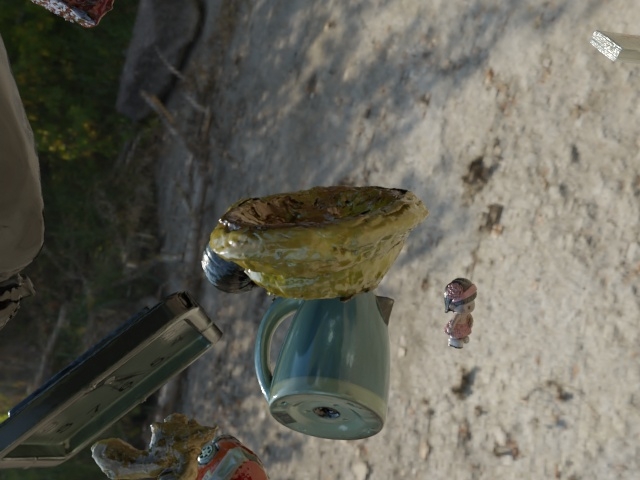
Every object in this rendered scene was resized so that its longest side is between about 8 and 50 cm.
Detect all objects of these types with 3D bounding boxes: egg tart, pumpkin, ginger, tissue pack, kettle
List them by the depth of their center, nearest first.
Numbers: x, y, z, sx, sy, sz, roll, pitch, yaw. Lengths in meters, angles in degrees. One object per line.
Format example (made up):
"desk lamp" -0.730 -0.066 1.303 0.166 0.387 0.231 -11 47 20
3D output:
"tissue pack" 0.399 -0.243 1.098 0.056 0.108 0.023 58 138 44
"egg tart" 0.000 0.000 1.132 0.290 0.290 0.115 -148 50 -66
"ginger" -0.285 0.356 1.486 0.059 0.214 0.133 58 -137 -66
"pumpkin" -0.162 0.023 1.834 0.140 0.202 0.202 46 129 22
"kettle" 0.001 0.227 1.881 0.247 0.319 0.342 63 -150 -51

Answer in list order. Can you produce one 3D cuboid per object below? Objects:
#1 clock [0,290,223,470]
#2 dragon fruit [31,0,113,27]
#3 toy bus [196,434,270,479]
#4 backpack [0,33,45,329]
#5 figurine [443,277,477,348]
"clock" -0.245 0.163 1.007 0.049 0.273 0.279 50 171 11
"dragon fruit" -0.445 -0.498 1.428 0.205 0.317 0.152 -57 8 -10
"toy bus" -0.199 0.481 1.550 0.119 0.121 0.265 4 49 52
"backpack" -0.373 -0.071 0.553 0.445 0.254 0.363 -17 85 31
"figurine" 0.236 0.125 1.504 0.054 0.072 0.129 24 122 37
